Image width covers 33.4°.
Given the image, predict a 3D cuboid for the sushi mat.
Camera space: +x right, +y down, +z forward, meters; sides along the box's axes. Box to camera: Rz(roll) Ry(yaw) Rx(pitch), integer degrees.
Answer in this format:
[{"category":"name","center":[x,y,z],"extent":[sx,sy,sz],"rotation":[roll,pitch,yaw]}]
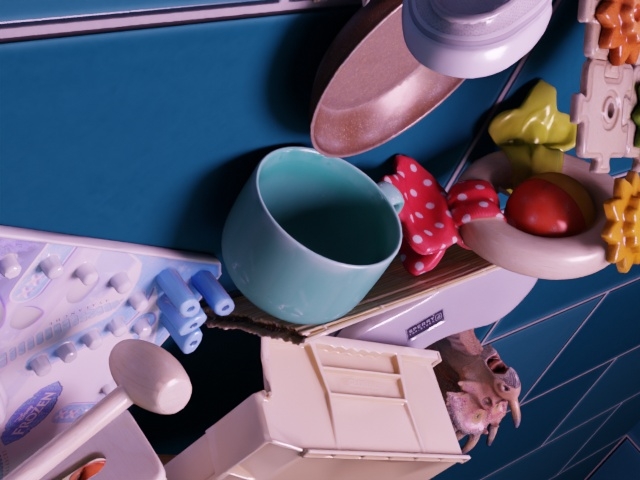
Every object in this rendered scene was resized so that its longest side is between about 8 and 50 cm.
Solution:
[{"category":"sushi mat","center":[0.056,0.038,1.012],"extent":[0.316,0.151,0.019],"rotation":[-17,105,-38]}]

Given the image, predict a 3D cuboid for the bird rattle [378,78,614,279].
[{"category":"bird rattle","center":[0.182,-0.040,0.984],"extent":[0.253,0.207,0.143],"rotation":[-27,136,-42]}]

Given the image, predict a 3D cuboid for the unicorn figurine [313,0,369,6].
[{"category":"unicorn figurine","center":[0.051,-0.213,0.672],"extent":[0.162,0.060,0.111],"rotation":[-49,164,8]}]

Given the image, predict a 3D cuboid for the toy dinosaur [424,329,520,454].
[{"category":"toy dinosaur","center":[0.172,0.170,1.284],"extent":[0.127,0.200,0.295],"rotation":[-42,156,6]}]

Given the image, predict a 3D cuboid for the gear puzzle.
[{"category":"gear puzzle","center":[0.270,-0.139,0.888],"extent":[0.175,0.044,0.339],"rotation":[-5,101,-48]}]

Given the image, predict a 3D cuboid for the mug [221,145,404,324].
[{"category":"mug","center":[-0.002,0.006,0.863],"extent":[0.157,0.130,0.097],"rotation":[13,133,-26]}]

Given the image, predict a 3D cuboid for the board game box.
[{"category":"board game box","center":[-0.295,0.150,0.815],"extent":[0.390,0.050,0.390],"rotation":[-48,153,18]}]

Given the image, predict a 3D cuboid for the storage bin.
[{"category":"storage bin","center":[-0.038,0.213,1.059],"extent":[0.260,0.123,0.262],"rotation":[13,138,-42]}]

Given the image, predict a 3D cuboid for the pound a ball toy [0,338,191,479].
[{"category":"pound a ball toy","center":[-0.233,0.220,0.840],"extent":[0.319,0.135,0.208],"rotation":[-32,128,-15]}]

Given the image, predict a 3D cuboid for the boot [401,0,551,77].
[{"category":"boot","center":[0.118,-0.222,0.648],"extent":[0.123,0.095,0.258],"rotation":[88,23,-50]}]

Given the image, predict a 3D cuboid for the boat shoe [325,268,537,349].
[{"category":"boat shoe","center":[0.116,0.062,1.166],"extent":[0.267,0.088,0.096],"rotation":[-28,131,-15]}]

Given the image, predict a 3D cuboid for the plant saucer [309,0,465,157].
[{"category":"plant saucer","center":[0.063,-0.144,0.811],"extent":[0.198,0.036,0.199],"rotation":[-33,160,-14]}]
